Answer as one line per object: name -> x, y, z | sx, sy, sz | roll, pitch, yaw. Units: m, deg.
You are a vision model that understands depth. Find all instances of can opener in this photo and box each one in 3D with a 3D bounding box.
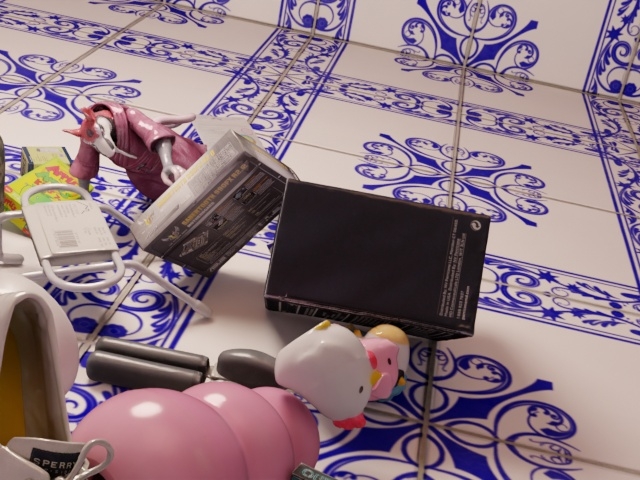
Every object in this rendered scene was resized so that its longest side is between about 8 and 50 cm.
can opener -> -0.178, 0.172, 1.376 | 0.280, 0.093, 0.074 | 8, 26, 4

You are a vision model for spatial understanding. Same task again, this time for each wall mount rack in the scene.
wall mount rack -> -0.340, 0.030, 1.566 | 0.304, 0.130, 0.350 | -5, 30, -23

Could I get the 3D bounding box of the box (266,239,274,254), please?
box -> 0.000, 0.000, 1.746 | 0.126, 0.072, 0.137 | -21, 6, 35

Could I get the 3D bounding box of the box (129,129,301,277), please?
box -> -0.162, -0.052, 1.605 | 0.183, 0.231, 0.056 | 29, 22, -55

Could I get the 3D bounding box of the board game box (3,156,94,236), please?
board game box -> -0.487, -0.079, 1.774 | 0.092, 0.043, 0.181 | 38, 28, -1

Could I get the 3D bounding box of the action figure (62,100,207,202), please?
action figure -> -0.303, -0.171, 1.755 | 0.248, 0.276, 0.370 | -11, -22, 22

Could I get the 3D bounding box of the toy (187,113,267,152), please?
toy -> -0.192, -0.191, 2.149 | 0.136, 0.056, 0.237 | 1, 32, -28

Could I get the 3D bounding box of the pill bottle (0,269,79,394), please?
pill bottle -> -0.443, 0.189, 1.069 | 0.224, 0.224, 0.392 | 18, 26, 14

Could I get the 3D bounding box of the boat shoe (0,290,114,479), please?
boat shoe -> -0.271, 0.220, 0.947 | 0.156, 0.367, 0.136 | -21, -23, 27

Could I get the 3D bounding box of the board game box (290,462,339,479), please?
board game box -> 0.044, 0.331, 1.084 | 0.186, 0.126, 0.026 | 21, 27, 20

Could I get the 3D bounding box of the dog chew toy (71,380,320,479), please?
dog chew toy -> -0.126, 0.249, 1.117 | 0.206, 0.207, 0.332 | 28, 22, 32

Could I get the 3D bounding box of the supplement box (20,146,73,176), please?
supplement box -> -0.519, -0.137, 1.905 | 0.083, 0.056, 0.083 | -3, 29, -26

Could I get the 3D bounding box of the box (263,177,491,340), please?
box -> 0.073, 0.037, 1.501 | 0.294, 0.183, 0.296 | 10, -8, -2

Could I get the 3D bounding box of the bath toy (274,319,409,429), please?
bath toy -> 0.043, 0.167, 1.287 | 0.129, 0.151, 0.348 | 58, 6, 9

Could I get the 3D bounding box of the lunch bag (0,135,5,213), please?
lunch bag -> -0.662, -0.076, 1.540 | 0.256, 0.213, 0.305 | 15, 25, 7
